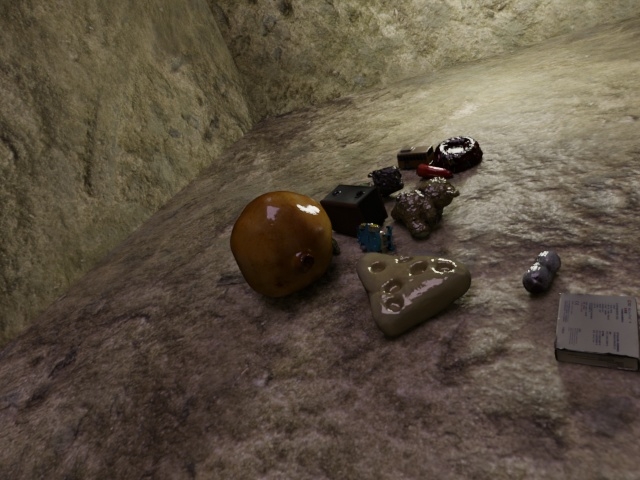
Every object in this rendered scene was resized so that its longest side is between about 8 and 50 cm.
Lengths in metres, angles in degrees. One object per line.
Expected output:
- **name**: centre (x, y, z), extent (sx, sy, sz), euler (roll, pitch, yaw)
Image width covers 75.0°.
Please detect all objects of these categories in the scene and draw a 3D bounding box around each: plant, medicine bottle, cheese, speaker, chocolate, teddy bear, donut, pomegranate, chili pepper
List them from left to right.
- **pomegranate**: centre (-0.135, 0.019, 1.598), extent (0.416, 0.417, 0.417), euler (-18, 30, 11)
- **speaker**: centre (0.142, -0.133, 1.804), extent (0.230, 0.193, 0.153), euler (12, 47, 48)
- **plant**: centre (0.283, -0.268, 1.961), extent (0.203, 0.131, 0.142), euler (-22, -2, 21)
- **cheese**: centre (0.298, 0.118, 1.355), extent (0.328, 0.130, 0.351), euler (-24, 32, 6)
- **teddy bear**: centre (0.420, -0.154, 1.677), extent (0.255, 0.156, 0.267), euler (-26, 29, -6)
- **chili pepper**: centre (0.541, -0.315, 1.944), extent (0.168, 0.065, 0.088), euler (19, 25, 41)
- **donut**: centre (0.643, -0.415, 1.977), extent (0.234, 0.089, 0.235), euler (-16, 38, 12)
- **chocolate**: centre (0.639, 0.092, 1.208), extent (0.072, 0.072, 0.167), euler (12, 45, 46)
- **medicine bottle**: centre (0.671, 0.212, 1.013), extent (0.171, 0.052, 0.201), euler (-2, 36, 34)

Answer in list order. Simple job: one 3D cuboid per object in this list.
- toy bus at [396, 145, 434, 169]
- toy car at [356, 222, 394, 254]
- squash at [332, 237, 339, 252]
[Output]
- **toy bus**: centre (0.475, -0.419, 2.100), extent (0.181, 0.103, 0.091), euler (6, 41, 42)
- **toy car**: centre (0.215, -0.011, 1.654), extent (0.098, 0.127, 0.161), euler (-10, 14, -21)
- **squash**: centre (0.000, 0.000, 1.822), extent (0.066, 0.066, 0.252), euler (-41, 35, -27)
